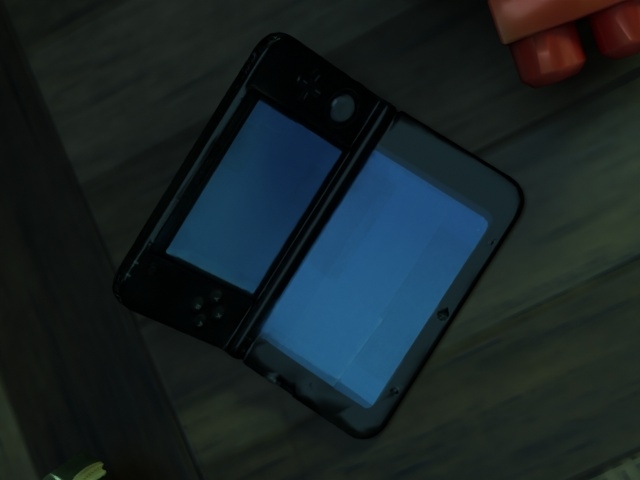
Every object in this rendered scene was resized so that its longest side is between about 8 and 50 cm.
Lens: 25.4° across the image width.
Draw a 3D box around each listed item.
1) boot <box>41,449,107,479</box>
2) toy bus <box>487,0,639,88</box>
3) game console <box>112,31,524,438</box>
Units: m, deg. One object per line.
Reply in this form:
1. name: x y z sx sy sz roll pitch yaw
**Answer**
1. boot: -0.092 0.196 0.560 0.137 0.077 0.198 31 106 12
2. toy bus: 0.093 -0.173 0.513 0.220 0.149 0.211 -23 92 10
3. game console: 0.000 0.000 0.551 0.071 0.107 0.122 35 94 45
